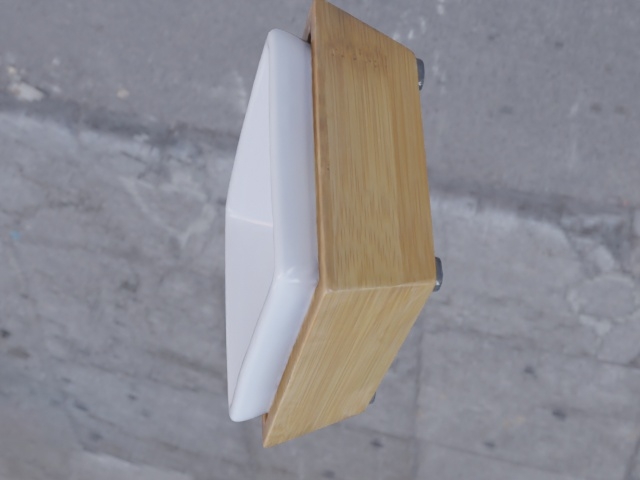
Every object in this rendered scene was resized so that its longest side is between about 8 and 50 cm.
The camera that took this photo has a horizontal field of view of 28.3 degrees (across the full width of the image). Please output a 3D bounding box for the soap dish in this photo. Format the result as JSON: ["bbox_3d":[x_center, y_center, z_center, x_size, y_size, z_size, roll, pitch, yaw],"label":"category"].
[{"bbox_3d":[0.000,0.000,0.950,0.118,0.229,0.291,2,151,-10],"label":"soap dish"}]
